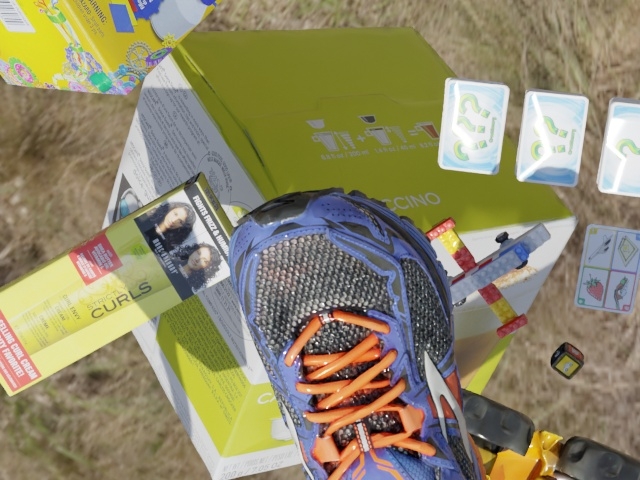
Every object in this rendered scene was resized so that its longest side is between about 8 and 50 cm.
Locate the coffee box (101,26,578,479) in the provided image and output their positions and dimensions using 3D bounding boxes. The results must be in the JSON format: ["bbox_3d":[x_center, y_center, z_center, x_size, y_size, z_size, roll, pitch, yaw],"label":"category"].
[{"bbox_3d":[0.000,0.000,1.393,0.337,0.338,0.334,-8,138,-32],"label":"coffee box"}]

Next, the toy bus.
[{"bbox_3d":[0.133,0.194,0.931,0.220,0.211,0.150,23,89,-1],"label":"toy bus"}]

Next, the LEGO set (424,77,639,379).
[{"bbox_3d":[0.175,0.000,1.049,0.182,0.060,0.244,8,113,8],"label":"LEGO set"}]

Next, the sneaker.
[{"bbox_3d":[0.026,0.075,0.508,0.083,0.087,0.221,-19,121,9],"label":"sneaker"}]

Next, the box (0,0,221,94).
[{"bbox_3d":[-0.188,-0.317,1.019,0.177,0.279,0.290,11,142,44],"label":"box"}]

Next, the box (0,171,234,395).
[{"bbox_3d":[-0.180,0.036,1.089,0.232,0.058,0.087,-28,99,7],"label":"box"}]
